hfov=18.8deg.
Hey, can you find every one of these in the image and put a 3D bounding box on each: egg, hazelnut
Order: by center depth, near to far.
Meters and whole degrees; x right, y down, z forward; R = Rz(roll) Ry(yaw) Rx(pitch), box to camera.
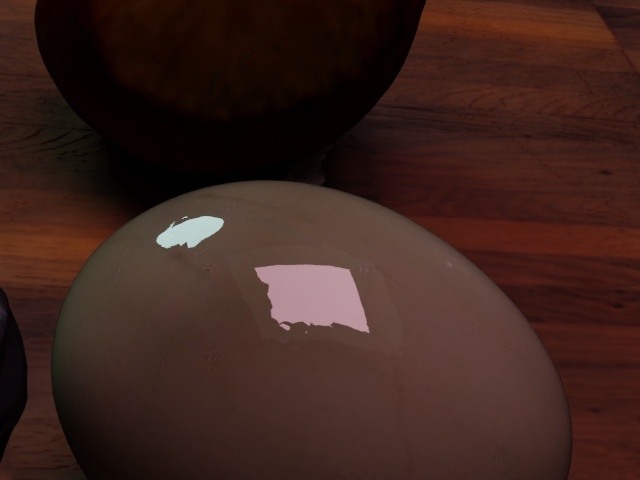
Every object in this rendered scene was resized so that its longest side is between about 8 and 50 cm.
[{"bbox_3d":[-0.003,0.071,0.876,0.241,0.186,0.186,19,33,3],"label":"egg"},{"bbox_3d":[-0.043,-0.145,1.173,0.251,0.217,0.217,-39,53,-12],"label":"hazelnut"}]

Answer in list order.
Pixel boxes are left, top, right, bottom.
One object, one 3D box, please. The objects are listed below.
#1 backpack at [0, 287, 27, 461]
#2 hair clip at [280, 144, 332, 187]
[{"bbox_3d":[-0.355,0.012,0.783,0.363,0.255,0.446,-21,60,-40],"label":"backpack"},{"bbox_3d":[0.000,0.000,1.129,0.072,0.034,0.226,0,34,-20],"label":"hair clip"}]
